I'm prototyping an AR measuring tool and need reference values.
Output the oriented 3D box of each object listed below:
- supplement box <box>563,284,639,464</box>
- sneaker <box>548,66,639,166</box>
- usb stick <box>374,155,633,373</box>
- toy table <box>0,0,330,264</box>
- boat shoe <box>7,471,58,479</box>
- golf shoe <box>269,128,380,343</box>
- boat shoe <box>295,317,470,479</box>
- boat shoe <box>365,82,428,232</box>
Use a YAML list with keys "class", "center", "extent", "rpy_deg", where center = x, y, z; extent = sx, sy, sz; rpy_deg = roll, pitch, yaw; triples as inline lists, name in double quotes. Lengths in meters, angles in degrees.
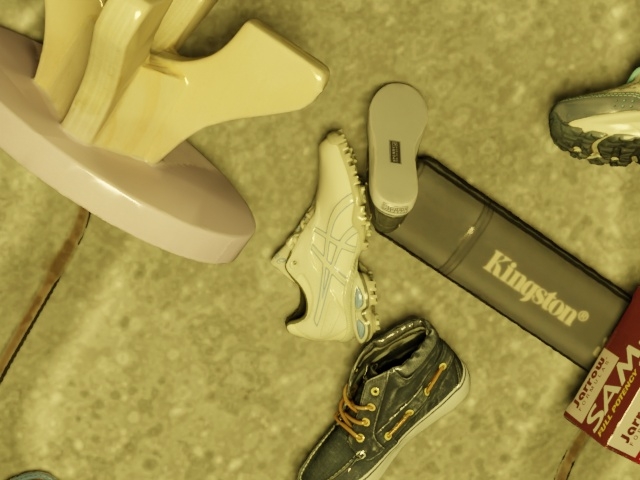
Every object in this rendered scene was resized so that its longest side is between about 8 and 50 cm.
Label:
- class: "supplement box"
  center: [0.337, 0.148, 1.174]
  extent: [0.239, 0.073, 0.130]
  rpy_deg: [26, 95, -25]
- class: "sneaker"
  center: [0.318, -0.135, 1.150]
  extent: [0.283, 0.110, 0.122]
  rpy_deg: [-9, 83, -8]
- class: "usb stick"
  center: [0.168, 0.028, 1.172]
  extent: [0.278, 0.045, 0.077]
  rpy_deg: [34, 92, -12]
- class: "toy table"
  center: [-0.134, -0.127, 1.024]
  extent: [0.274, 0.252, 0.161]
  rpy_deg: [31, 110, -11]
- class: "boat shoe"
  center: [-0.279, 0.267, 1.143]
  extent: [0.183, 0.066, 0.066]
  rpy_deg: [-45, 102, 2]
- class: "golf shoe"
  center: [0.000, 0.000, 1.138]
  extent: [0.086, 0.069, 0.176]
  rpy_deg: [-5, 99, 0]
- class: "boat shoe"
  center: [0.036, 0.142, 1.153]
  extent: [0.183, 0.065, 0.083]
  rpy_deg: [-42, 130, -6]
- class: "boat shoe"
  center: [0.056, -0.067, 1.113]
  extent: [0.049, 0.142, 0.040]
  rpy_deg: [13, 138, -5]
